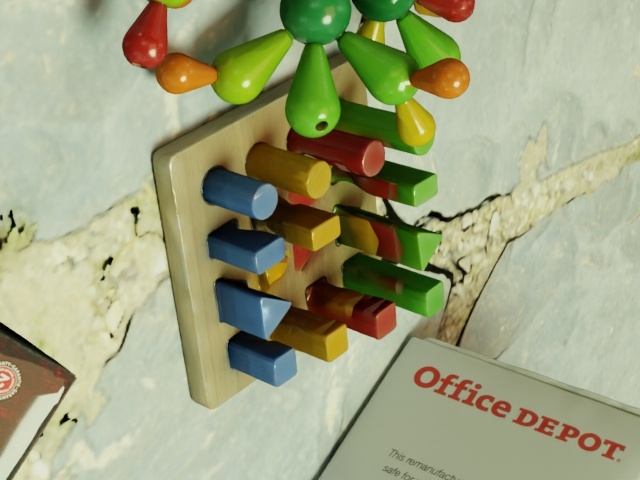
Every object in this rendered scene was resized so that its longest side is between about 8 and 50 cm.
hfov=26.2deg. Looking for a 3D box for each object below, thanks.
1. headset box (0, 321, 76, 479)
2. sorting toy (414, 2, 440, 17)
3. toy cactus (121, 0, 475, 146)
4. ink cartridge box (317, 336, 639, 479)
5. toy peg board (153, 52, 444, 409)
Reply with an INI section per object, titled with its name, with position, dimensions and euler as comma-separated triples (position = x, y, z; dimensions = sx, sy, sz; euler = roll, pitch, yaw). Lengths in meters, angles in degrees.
[headset box]
position = -0.248, 0.103, 0.401
dimensions = 0.218, 0.110, 0.293
euler = 36, 80, -24
[sorting toy]
position = 0.087, -0.298, 0.793
dimensions = 0.229, 0.041, 0.307
euler = -44, 135, -32
[toy cactus]
position = 0.000, -0.144, 0.702
dimensions = 0.219, 0.112, 0.180
euler = 5, 84, -32
[ink cartridge box]
position = 0.084, 0.223, 0.870
dimensions = 0.278, 0.201, 0.117
euler = -55, 140, -22
[toy peg board]
position = 0.000, 0.000, 0.776
dimensions = 0.160, 0.079, 0.161
euler = -33, 128, -40
